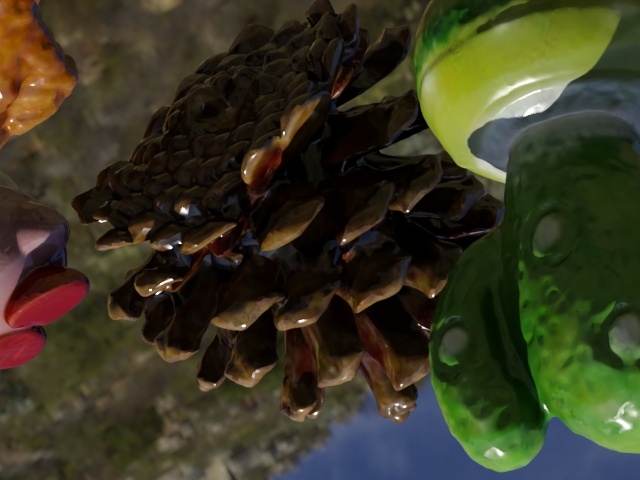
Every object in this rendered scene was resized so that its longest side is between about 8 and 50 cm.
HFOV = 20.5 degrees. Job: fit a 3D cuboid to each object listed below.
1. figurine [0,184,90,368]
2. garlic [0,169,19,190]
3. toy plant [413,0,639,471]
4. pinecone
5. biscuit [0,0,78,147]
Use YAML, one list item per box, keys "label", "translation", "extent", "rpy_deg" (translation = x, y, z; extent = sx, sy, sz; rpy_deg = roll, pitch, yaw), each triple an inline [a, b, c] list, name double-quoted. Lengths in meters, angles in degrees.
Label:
- label: "figurine"
  translation: [-0.142, 0.009, 0.772]
  extent: [0.083, 0.071, 0.067]
  rpy_deg: [-37, 160, 31]
- label: "garlic"
  translation: [-0.275, 0.009, 1.097]
  extent: [0.199, 0.199, 0.226]
  rpy_deg: [-30, -169, -6]
- label: "toy plant"
  translation: [0.165, -0.019, 1.061]
  extent: [0.224, 0.184, 0.316]
  rpy_deg: [-14, -118, 17]
- label: "pinecone"
  translation: [0.000, 0.000, 1.553]
  extent: [0.384, 0.384, 0.384]
  rpy_deg: [-21, -153, 12]
- label: "biscuit"
  translation: [-0.390, -0.154, 1.582]
  extent: [0.312, 0.318, 0.110]
  rpy_deg: [-41, -126, -7]
